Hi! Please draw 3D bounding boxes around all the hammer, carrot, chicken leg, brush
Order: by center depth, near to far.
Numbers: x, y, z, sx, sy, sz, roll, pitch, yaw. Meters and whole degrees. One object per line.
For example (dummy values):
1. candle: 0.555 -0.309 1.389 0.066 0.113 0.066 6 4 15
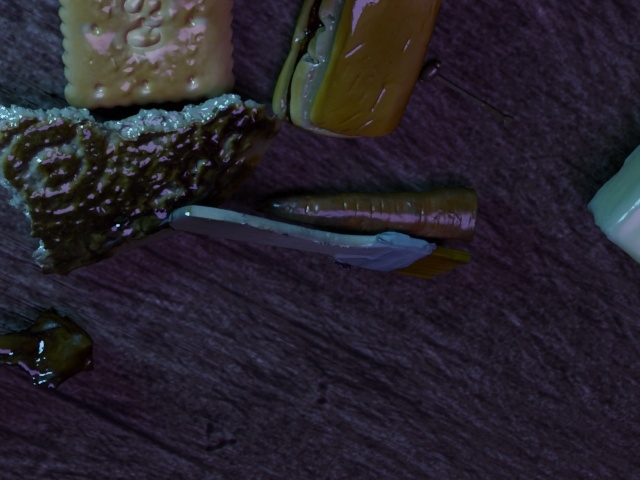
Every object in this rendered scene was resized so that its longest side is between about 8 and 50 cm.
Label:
1. chicken leg: -0.362 0.102 1.519 0.304 0.113 0.093 9 142 -26
2. brush: 0.000 0.000 1.562 0.336 0.020 0.085 10 157 -36
3. hammer: 0.145 -0.141 1.570 0.123 0.014 0.029 27 121 -34
4. carrot: 0.048 -0.031 1.592 0.224 0.057 0.057 3 123 -15

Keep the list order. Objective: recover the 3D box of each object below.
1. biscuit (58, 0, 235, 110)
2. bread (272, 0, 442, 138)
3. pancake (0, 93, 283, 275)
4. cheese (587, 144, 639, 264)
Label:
1. biscuit: -0.150 -0.228 1.403 0.160 0.030 0.250 -6 125 -14
2. bread: 0.036 -0.178 1.475 0.116 0.077 0.200 1 124 -28
3. pancake: -0.194 -0.076 1.468 0.244 0.057 0.266 32 112 -35
4. cheese: 0.446 -0.048 1.625 0.242 0.124 0.265 37 104 -19
